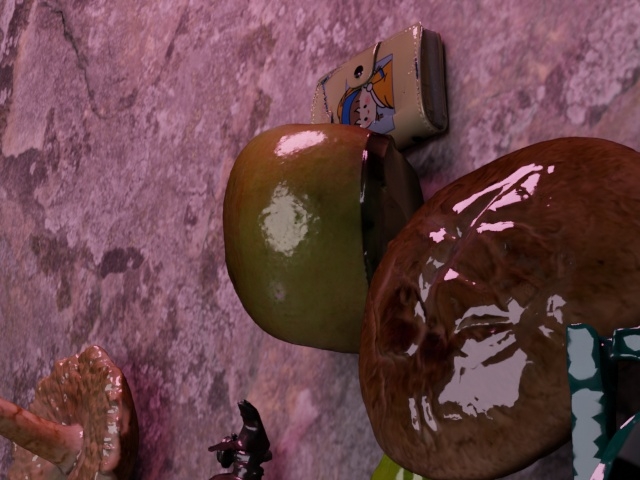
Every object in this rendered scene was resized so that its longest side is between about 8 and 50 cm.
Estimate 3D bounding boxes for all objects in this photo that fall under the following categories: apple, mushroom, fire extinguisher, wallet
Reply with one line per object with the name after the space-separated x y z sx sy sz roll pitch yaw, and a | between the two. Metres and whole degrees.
0.000 0.000 1.076 0.207 0.173 0.188 166 116 -68 | apple
-0.345 0.199 1.376 0.208 0.301 0.233 134 162 -83 | mushroom
-0.081 0.268 1.142 0.106 0.075 0.252 11 -86 -87 | fire extinguisher
0.132 0.044 0.885 0.278 0.146 0.278 -34 32 25 | mushroom
0.050 -0.127 1.149 0.155 0.039 0.110 -23 62 47 | wallet

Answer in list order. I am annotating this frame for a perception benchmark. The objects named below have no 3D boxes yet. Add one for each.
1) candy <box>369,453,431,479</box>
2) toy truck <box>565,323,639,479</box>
0.067 0.222 0.965 0.096 0.096 0.210 17 90 54 | candy
0.198 0.222 0.671 0.178 0.176 0.364 1 73 33 | toy truck
